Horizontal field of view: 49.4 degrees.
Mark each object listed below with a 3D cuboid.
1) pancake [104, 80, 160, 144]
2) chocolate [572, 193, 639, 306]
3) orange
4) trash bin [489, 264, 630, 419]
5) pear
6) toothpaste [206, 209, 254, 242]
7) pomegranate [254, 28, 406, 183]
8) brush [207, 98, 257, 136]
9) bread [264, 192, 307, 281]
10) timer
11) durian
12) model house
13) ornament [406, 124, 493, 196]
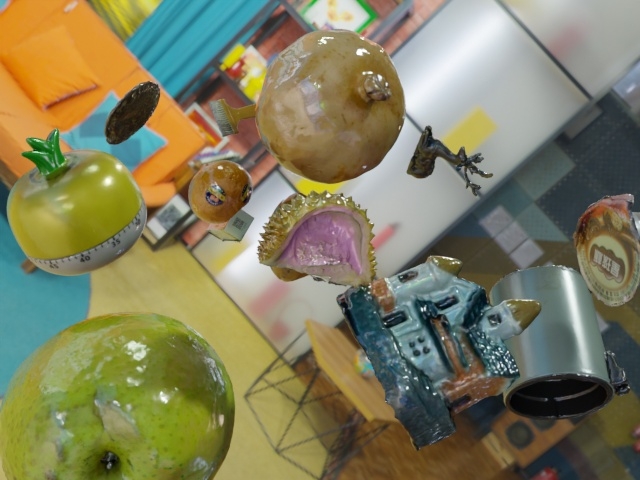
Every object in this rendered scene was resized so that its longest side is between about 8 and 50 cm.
[{"bbox_3d":[-0.463,-0.312,1.711,0.021,0.199,0.199,39,10,5],"label":"pancake"},{"bbox_3d":[0.593,0.009,1.309,0.221,0.147,0.221,168,-90,-77],"label":"chocolate"},{"bbox_3d":[-0.264,-0.129,1.825,0.155,0.177,0.177,36,12,-5],"label":"orange"},{"bbox_3d":[0.484,0.219,1.482,0.217,0.277,0.262,54,30,-46],"label":"trash bin"},{"bbox_3d":[-0.324,0.295,1.114,0.391,0.391,0.391,45,11,-11],"label":"pear"},{"bbox_3d":[-0.276,-0.047,2.108,0.071,0.089,0.313,31,-9,-16],"label":"toothpaste"},{"bbox_3d":[0.040,-0.350,1.801,0.411,0.411,0.411,45,11,-11],"label":"pomegranate"},{"bbox_3d":[-0.219,-0.359,1.963,0.272,0.013,0.103,-32,101,-58],"label":"brush"},{"bbox_3d":[-0.054,-0.008,1.849,0.143,0.269,0.195,-4,57,-39],"label":"bread"},{"bbox_3d":[-0.500,-0.096,1.376,0.285,0.285,0.285,45,11,-11],"label":"timer"},{"bbox_3d":[-0.002,0.000,1.029,0.165,0.182,0.132,109,-17,-78],"label":"durian"},{"bbox_3d":[0.208,0.143,1.098,0.184,0.291,0.253,63,3,-49],"label":"model house"},{"bbox_3d":[0.378,-0.206,2.033,0.236,0.080,0.202,30,-35,11],"label":"ornament"}]
